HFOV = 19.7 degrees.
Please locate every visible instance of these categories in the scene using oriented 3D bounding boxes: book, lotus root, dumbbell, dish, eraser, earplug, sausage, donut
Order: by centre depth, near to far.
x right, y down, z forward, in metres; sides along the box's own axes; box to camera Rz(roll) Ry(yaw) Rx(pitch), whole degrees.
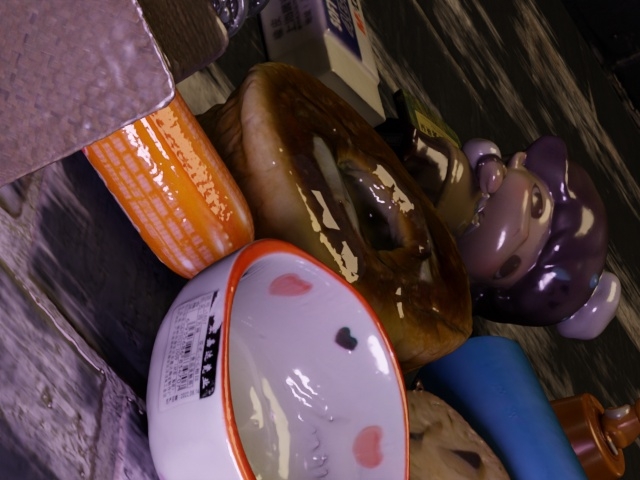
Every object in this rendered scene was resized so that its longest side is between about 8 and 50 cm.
[{"bbox_3d":[-0.043,0.134,1.380,0.256,0.117,0.256,33,46,-44],"label":"dish"},{"bbox_3d":[-0.142,-0.082,1.467,0.312,0.093,0.093,58,20,-21],"label":"sausage"},{"bbox_3d":[0.089,0.211,1.653,0.261,0.074,0.170,45,32,-8],"label":"lotus root"},{"bbox_3d":[0.000,0.000,1.676,0.330,0.160,0.330,45,20,-21],"label":"donut"},{"bbox_3d":[-0.096,-0.245,1.813,0.081,0.082,0.254,61,18,-10],"label":"dumbbell"},{"bbox_3d":[0.198,0.232,1.814,0.132,0.132,0.273,44,13,-46],"label":"earplug"},{"bbox_3d":[-0.008,-0.251,2.049,0.124,0.081,0.279,40,31,-50],"label":"eraser"},{"bbox_3d":[0.161,-0.070,2.363,0.160,0.024,0.228,35,35,-51],"label":"book"}]

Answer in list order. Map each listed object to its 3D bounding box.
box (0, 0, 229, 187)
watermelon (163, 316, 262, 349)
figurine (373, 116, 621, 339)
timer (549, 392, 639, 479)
[{"bbox_3d":[-0.210,-0.197,1.290,0.273,0.184,0.143,62,20,-8],"label":"box"},{"bbox_3d":[-0.088,0.078,1.499,0.085,0.085,0.061,10,98,-67],"label":"watermelon"},{"bbox_3d":[0.201,-0.030,2.118,0.365,0.206,0.218,31,64,-56],"label":"figurine"},{"bbox_3d":[0.381,0.240,2.356,0.132,0.152,0.132,52,22,-32],"label":"timer"}]
